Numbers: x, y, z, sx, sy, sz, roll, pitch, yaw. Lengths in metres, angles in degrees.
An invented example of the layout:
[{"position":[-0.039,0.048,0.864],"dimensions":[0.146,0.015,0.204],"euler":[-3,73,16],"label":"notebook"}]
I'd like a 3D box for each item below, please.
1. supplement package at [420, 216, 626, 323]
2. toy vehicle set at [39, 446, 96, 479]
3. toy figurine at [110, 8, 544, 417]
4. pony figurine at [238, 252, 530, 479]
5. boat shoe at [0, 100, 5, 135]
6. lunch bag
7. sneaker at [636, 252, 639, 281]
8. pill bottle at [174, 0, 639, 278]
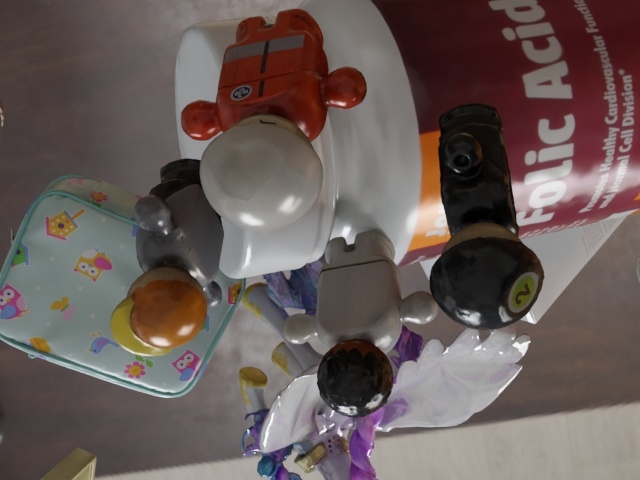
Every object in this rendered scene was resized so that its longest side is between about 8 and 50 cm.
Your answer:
[{"position":[0.274,-0.060,1.277],"dimensions":[0.263,0.198,0.199],"euler":[-44,123,-22],"label":"supplement package"},{"position":[-0.398,0.453,1.304],"dimensions":[0.035,0.166,0.267],"euler":[20,115,16],"label":"toy vehicle set"},{"position":[0.000,0.000,0.528],"dimensions":[0.213,0.148,0.209],"euler":[24,133,-20],"label":"toy figurine"},{"position":[0.025,0.175,1.046],"dimensions":[0.303,0.363,0.351],"euler":[-1,131,-27],"label":"pony figurine"},{"position":[-0.174,-0.102,0.293],"dimensions":[0.073,0.073,0.207],"euler":[-6,141,26],"label":"boat shoe"},{"position":[-0.249,0.060,1.091],"dimensions":[0.279,0.108,0.224],"euler":[24,106,-14],"label":"lunch bag"},{"position":[0.527,-0.068,1.165],"dimensions":[0.127,0.126,0.321],"euler":[8,114,-45],"label":"sneaker"},{"position":[0.097,-0.100,0.721],"dimensions":[0.392,0.224,0.224],"euler":[-12,115,-19],"label":"pill bottle"}]
